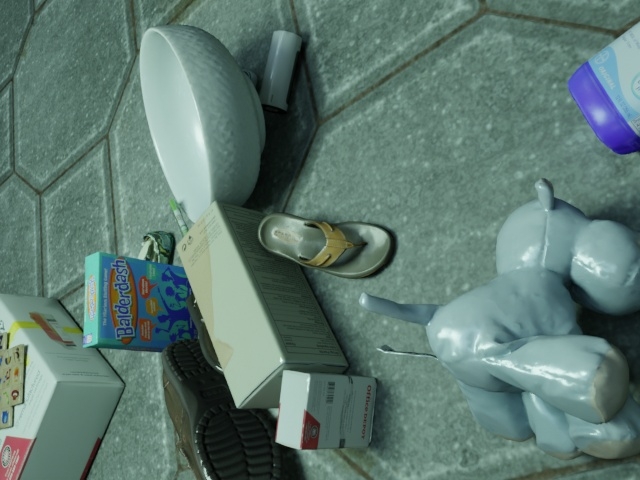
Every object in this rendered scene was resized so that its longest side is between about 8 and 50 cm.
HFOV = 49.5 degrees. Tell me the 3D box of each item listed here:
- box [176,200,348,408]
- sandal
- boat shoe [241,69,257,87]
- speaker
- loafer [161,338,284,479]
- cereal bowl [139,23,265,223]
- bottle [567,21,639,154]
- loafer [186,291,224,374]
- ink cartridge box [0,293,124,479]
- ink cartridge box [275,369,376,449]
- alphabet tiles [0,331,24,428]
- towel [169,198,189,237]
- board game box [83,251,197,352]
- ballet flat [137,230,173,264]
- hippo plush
[{"bbox_3d":[-0.097,0.099,1.088,0.121,0.148,0.311,-46,52,25],"label":"box"},{"bbox_3d":[0.000,0.000,1.040,0.219,0.060,0.090,15,88,19],"label":"sandal"},{"bbox_3d":[-0.207,-0.300,1.326,0.183,0.083,0.065,4,82,43],"label":"boat shoe"},{"bbox_3d":[-0.072,-0.296,1.220,0.055,0.055,0.136,9,86,44],"label":"speaker"},{"bbox_3d":[-0.164,0.317,1.128,0.366,0.133,0.130,54,140,47],"label":"loafer"},{"bbox_3d":[-0.192,-0.206,1.203,0.339,0.141,0.339,44,143,46],"label":"cereal bowl"},{"bbox_3d":[0.408,-0.211,0.729,0.282,0.092,0.118,-37,56,31],"label":"bottle"},{"bbox_3d":[-0.164,0.145,1.180,0.078,0.080,0.220,-54,50,20],"label":"loafer"},{"bbox_3d":[-0.622,0.324,1.506,0.384,0.160,0.279,32,102,42],"label":"ink cartridge box"},{"bbox_3d":[0.009,0.234,0.962,0.056,0.135,0.099,-1,78,46],"label":"ink cartridge box"},{"bbox_3d":[-0.677,0.295,1.446,0.237,0.009,0.198,-20,67,38],"label":"alphabet tiles"},{"bbox_3d":[-0.234,0.007,1.273,0.023,0.113,0.152,-22,56,-12],"label":"towel"},{"bbox_3d":[-0.317,0.117,1.240,0.047,0.210,0.160,-19,68,39],"label":"board game box"},{"bbox_3d":[-0.338,0.072,1.371,0.070,0.070,0.189,-6,76,42],"label":"ballet flat"},{"bbox_3d":[0.245,0.082,0.773,0.294,0.234,0.237,20,62,29],"label":"hippo plush"}]
